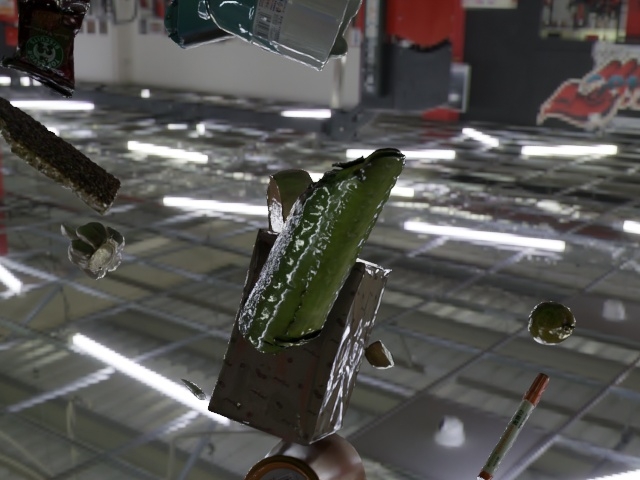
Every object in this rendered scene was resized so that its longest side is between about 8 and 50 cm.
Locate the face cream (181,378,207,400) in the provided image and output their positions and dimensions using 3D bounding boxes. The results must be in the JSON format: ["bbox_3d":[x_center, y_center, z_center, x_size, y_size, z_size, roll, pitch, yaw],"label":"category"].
[{"bbox_3d":[-0.283,0.333,2.033,0.038,0.020,0.115,28,176,-26],"label":"face cream"}]

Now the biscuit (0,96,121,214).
[{"bbox_3d":[-0.380,-0.127,1.244,0.237,0.026,0.131,37,-169,-15],"label":"biscuit"}]

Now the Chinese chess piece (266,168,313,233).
[{"bbox_3d":[-0.066,-0.051,2.235,0.103,0.249,0.250,-6,-164,-11],"label":"Chinese chess piece"}]

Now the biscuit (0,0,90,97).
[{"bbox_3d":[-0.564,-0.416,1.863,0.151,0.235,0.063,13,155,-24],"label":"biscuit"}]

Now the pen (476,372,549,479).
[{"bbox_3d":[0.362,0.350,1.695,0.028,0.028,0.239,17,-117,44],"label":"pen"}]

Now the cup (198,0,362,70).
[{"bbox_3d":[-0.045,-0.454,1.526,0.258,0.289,0.219,21,-155,0],"label":"cup"}]

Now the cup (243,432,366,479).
[{"bbox_3d":[-0.011,0.409,1.463,0.226,0.182,0.264,15,176,14],"label":"cup"}]

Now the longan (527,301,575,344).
[{"bbox_3d":[0.360,0.129,1.396,0.075,0.075,0.083,-10,-169,-36],"label":"longan"}]

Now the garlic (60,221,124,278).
[{"bbox_3d":[-0.559,0.016,2.176,0.194,0.131,0.127,19,174,31],"label":"garlic"}]

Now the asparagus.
[{"bbox_3d":[0.000,0.000,1.166,0.108,0.381,0.128,16,-141,-14],"label":"asparagus"}]

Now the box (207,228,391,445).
[{"bbox_3d":[-0.029,0.151,1.474,0.191,0.297,0.225,16,180,15],"label":"box"}]

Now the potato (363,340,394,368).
[{"bbox_3d":[0.093,0.189,1.428,0.037,0.036,0.093,-25,156,5],"label":"potato"}]

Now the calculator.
[{"bbox_3d":[-0.187,-0.490,1.878,0.293,0.172,0.051,-11,148,13],"label":"calculator"}]
